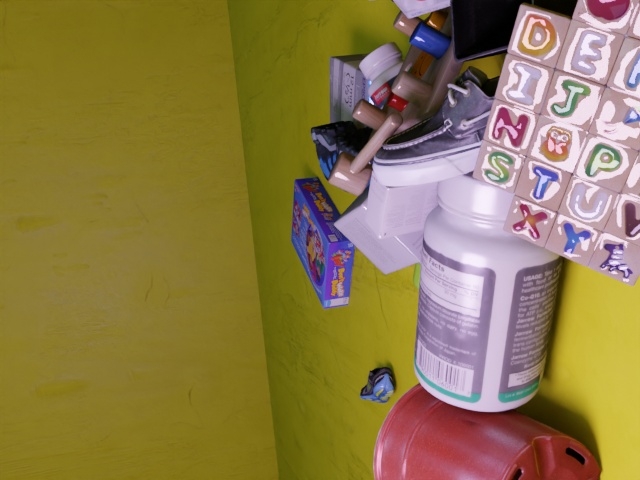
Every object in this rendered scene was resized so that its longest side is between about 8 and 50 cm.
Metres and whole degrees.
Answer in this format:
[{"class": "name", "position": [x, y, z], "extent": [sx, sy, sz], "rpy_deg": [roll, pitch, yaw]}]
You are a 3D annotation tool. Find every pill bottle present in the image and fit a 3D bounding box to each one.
[{"class": "pill bottle", "position": [0.251, 0.055, 1.060], "extent": [0.204, 0.204, 0.360], "rpy_deg": [-127, 34, -59]}, {"class": "pill bottle", "position": [0.152, -0.272, 1.324], "extent": [0.180, 0.108, 0.108], "rpy_deg": [58, 160, 4]}]

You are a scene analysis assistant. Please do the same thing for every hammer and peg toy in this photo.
[{"class": "hammer and peg toy", "position": [0.158, -0.235, 1.131], "extent": [0.361, 0.127, 0.266], "rpy_deg": [-66, 14, -10]}]

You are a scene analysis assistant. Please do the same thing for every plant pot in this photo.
[{"class": "plant pot", "position": [0.277, -0.329, 0.876], "extent": [0.187, 0.167, 0.188], "rpy_deg": [-160, 65, -72]}, {"class": "plant pot", "position": [0.264, 0.367, 1.093], "extent": [0.265, 0.273, 0.272], "rpy_deg": [-178, 81, -65]}]

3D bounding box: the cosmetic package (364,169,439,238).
[{"class": "cosmetic package", "position": [0.192, -0.077, 1.131], "extent": [0.060, 0.239, 0.098], "rpy_deg": [-126, 32, -46]}]

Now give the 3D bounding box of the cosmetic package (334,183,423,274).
[{"class": "cosmetic package", "position": [0.149, -0.047, 1.357], "extent": [0.151, 0.151, 0.184], "rpy_deg": [44, 163, -5]}]

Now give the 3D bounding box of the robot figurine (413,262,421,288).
[{"class": "robot figurine", "position": [0.220, 0.057, 1.402], "extent": [0.101, 0.067, 0.115], "rpy_deg": [-99, 12, -55]}]

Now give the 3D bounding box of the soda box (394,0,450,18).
[{"class": "soda box", "position": [0.174, -0.473, 1.038], "extent": [0.098, 0.091, 0.286], "rpy_deg": [-4, 62, 42]}]

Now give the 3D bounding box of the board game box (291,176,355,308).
[{"class": "board game box", "position": [0.000, 0.000, 2.098], "extent": [0.347, 0.078, 0.233], "rpy_deg": [-118, 26, -50]}]

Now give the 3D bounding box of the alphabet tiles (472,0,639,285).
[{"class": "alphabet tiles", "position": [0.323, -0.111, 0.778], "extent": [0.285, 0.011, 0.342], "rpy_deg": [27, 134, 22]}]

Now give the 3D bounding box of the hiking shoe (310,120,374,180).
[{"class": "hiking shoe", "position": [0.076, -0.158, 1.419], "extent": [0.304, 0.113, 0.132], "rpy_deg": [-136, 32, -66]}]

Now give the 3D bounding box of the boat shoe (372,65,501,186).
[{"class": "boat shoe", "position": [0.213, -0.173, 0.922], "extent": [0.119, 0.335, 0.121], "rpy_deg": [62, -159, -23]}]

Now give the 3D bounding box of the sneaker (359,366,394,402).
[{"class": "sneaker", "position": [0.149, 0.367, 1.807], "extent": [0.188, 0.067, 0.078], "rpy_deg": [115, 166, -64]}]

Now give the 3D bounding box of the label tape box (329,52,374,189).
[{"class": "label tape box", "position": [0.122, -0.249, 1.525], "extent": [0.347, 0.115, 0.249], "rpy_deg": [-126, 32, -61]}]
